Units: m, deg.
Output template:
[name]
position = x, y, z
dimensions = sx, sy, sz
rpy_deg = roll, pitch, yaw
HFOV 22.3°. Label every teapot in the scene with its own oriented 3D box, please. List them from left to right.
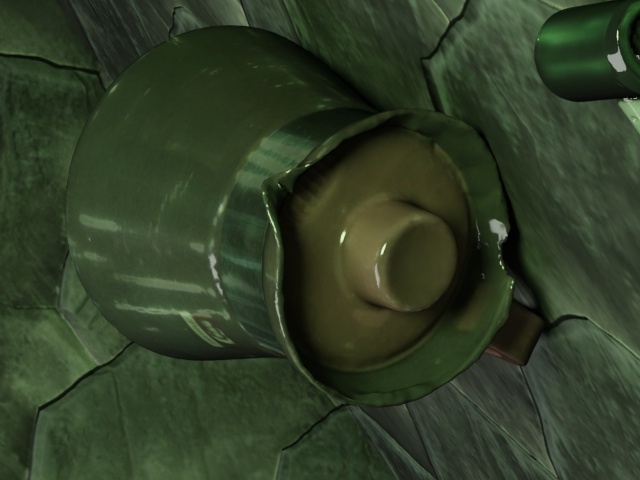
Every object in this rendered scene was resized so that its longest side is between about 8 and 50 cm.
[teapot]
position = 0.000, 0.000, 1.385
dimensions = 0.376, 0.306, 0.361
rpy_deg = 30, 176, -36

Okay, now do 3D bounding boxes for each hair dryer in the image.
[hair dryer]
position = 0.212, -0.058, 0.954
dimensions = 0.198, 0.057, 0.100
rpy_deg = 50, 169, -16
